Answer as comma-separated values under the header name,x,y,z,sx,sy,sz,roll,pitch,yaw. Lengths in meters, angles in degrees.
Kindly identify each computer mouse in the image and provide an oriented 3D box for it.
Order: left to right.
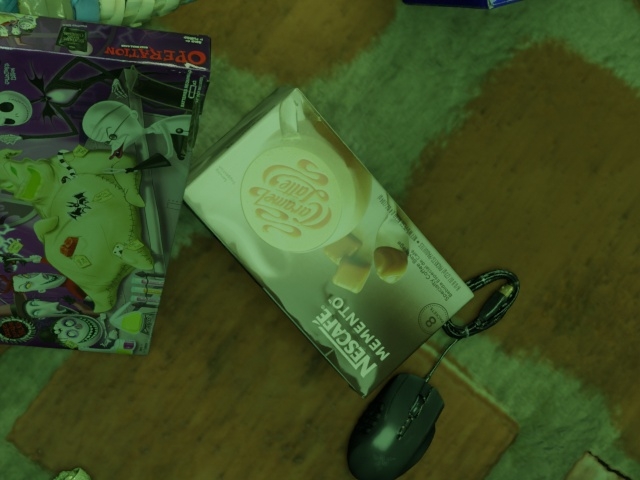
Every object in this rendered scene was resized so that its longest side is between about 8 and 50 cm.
name,x,y,z,sx,sy,sz,roll,pitch,yaw
computer mouse,0.108,0.127,1.511,0.071,0.041,0.242,35,88,-12

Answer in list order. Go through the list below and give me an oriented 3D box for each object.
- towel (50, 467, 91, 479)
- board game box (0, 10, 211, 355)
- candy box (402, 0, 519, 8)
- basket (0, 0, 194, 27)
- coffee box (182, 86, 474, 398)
name,x,y,z,sx,sy,sz,roll,pitch,yaw
towel,-0.242,0.287,1.464,0.148,0.027,0.110,-41,103,-5
board game box,-0.217,-0.035,1.316,0.208,0.056,0.347,8,137,-9
candy box,0.237,-0.291,1.377,0.317,0.268,0.122,-15,102,-10
basket,-0.243,-0.242,1.301,0.289,0.255,0.201,-18,99,-28
coffee box,0.000,0.000,1.445,0.141,0.098,0.246,-41,102,-5
